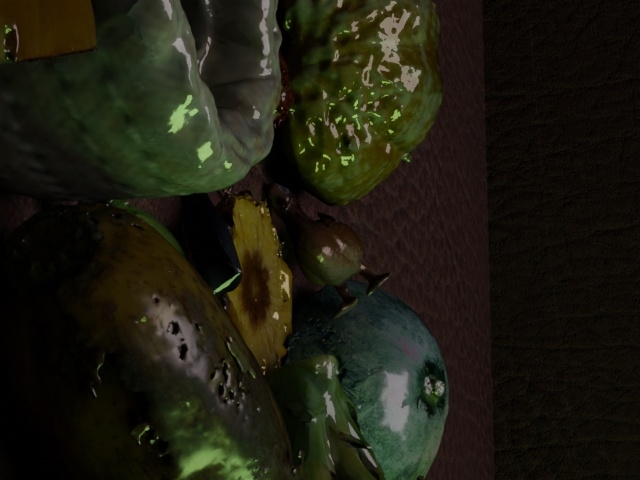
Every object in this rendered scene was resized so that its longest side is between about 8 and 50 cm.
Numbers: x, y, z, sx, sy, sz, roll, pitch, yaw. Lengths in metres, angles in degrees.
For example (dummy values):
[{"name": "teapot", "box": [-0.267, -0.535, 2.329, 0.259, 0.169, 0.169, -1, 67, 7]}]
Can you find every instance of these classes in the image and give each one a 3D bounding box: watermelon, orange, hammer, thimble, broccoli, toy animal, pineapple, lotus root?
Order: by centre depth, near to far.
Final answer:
[{"name": "thimble", "box": [-0.153, -0.179, 1.202, 0.291, 0.195, 0.292, -4, 90, -75]}, {"name": "lotus root", "box": [-0.126, 0.140, 1.230, 0.196, 0.179, 0.397, 44, -18, 49]}, {"name": "hammer", "box": [-0.119, -0.060, 1.422, 0.290, 0.037, 0.137, -113, 179, -46]}, {"name": "broccoli", "box": [-0.001, 0.248, 1.570, 0.269, 0.254, 0.269, 172, -90, -83]}, {"name": "pineapple", "box": [-0.090, 0.048, 1.625, 0.225, 0.076, 0.225, -6, 90, -74]}, {"name": "toy animal", "box": [0.000, 0.000, 1.954, 0.179, 0.089, 0.188, 51, 7, 2]}, {"name": "watermelon", "box": [0.061, 0.192, 1.976, 0.188, 0.175, 0.322, 43, 43, -70]}, {"name": "orange", "box": [0.043, -0.227, 1.979, 0.271, 0.210, 0.369, -4, 93, -78]}]

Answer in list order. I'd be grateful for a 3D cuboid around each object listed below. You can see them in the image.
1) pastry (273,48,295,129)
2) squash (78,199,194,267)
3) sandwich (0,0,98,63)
[{"name": "pastry", "box": [-0.093, -0.191, 1.661, 0.208, 0.097, 0.115, 59, 20, -57]}, {"name": "squash", "box": [-0.130, 0.102, 1.400, 0.107, 0.107, 0.395, -78, 158, -48]}, {"name": "sandwich", "box": [-0.248, -0.190, 0.928, 0.227, 0.155, 0.198, -37, 119, -73]}]
